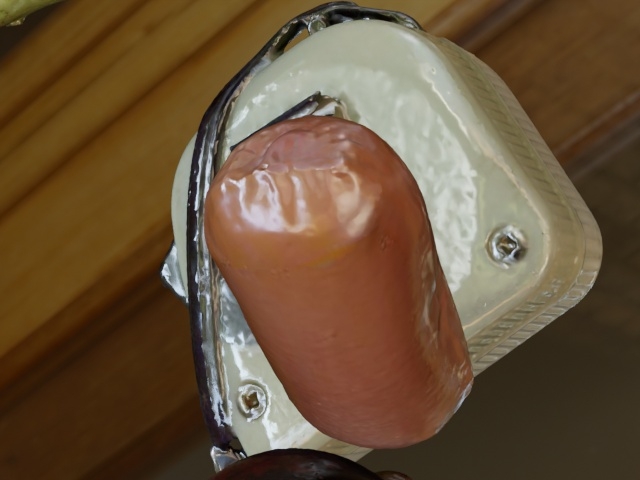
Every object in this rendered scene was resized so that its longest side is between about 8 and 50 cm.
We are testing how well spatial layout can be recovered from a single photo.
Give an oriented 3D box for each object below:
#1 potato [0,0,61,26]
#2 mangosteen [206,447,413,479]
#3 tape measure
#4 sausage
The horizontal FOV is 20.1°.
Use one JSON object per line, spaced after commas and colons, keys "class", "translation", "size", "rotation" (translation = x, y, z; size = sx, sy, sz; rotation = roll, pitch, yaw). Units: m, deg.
{"class": "potato", "translation": [-0.164, -0.202, 1.174], "size": [0.090, 0.225, 0.117], "rotation": [63, 179, -30]}
{"class": "mangosteen", "translation": [0.007, 0.155, 0.749], "size": [0.152, 0.152, 0.152], "rotation": [38, -150, -28]}
{"class": "tape measure", "translation": [0.000, 0.000, 1.070], "size": [0.231, 0.271, 0.133], "rotation": [57, -158, 19]}
{"class": "sausage", "translation": [0.010, 0.022, 0.664], "size": [0.194, 0.077, 0.077], "rotation": [66, -174, -57]}
